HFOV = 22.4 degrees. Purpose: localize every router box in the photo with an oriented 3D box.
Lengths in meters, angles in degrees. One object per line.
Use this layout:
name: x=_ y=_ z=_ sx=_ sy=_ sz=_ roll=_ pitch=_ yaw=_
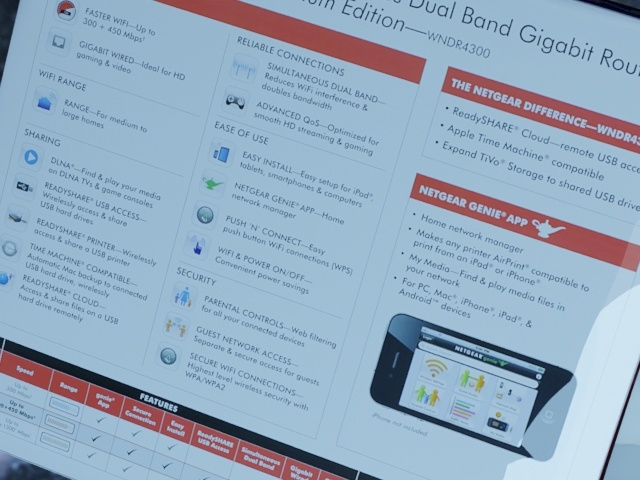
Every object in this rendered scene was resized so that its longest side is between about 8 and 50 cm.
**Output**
router box: x=0.000 y=0.000 z=0.790 sx=0.335 sy=0.082 sz=0.301 roll=20 pitch=104 yaw=12

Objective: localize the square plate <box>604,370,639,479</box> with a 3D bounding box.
square plate: x=0.135 y=0.146 z=0.957 sx=0.347 sy=0.049 sz=0.344 roll=0 pitch=151 yaw=20
